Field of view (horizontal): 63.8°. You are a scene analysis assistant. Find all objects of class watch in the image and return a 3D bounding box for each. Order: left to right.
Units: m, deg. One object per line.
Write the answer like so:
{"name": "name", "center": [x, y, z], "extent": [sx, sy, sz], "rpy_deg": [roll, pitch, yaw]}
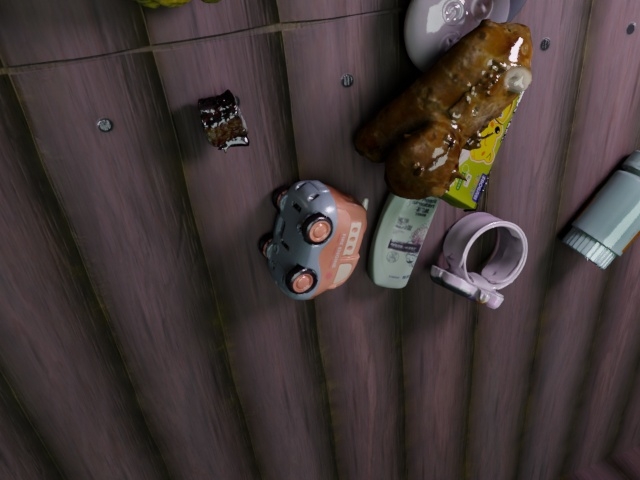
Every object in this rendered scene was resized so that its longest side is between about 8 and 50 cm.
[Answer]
{"name": "watch", "center": [0.422, 0.044, 1.354], "extent": [0.244, 0.196, 0.231], "rpy_deg": [21, 102, -26]}

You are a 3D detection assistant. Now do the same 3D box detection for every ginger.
{"name": "ginger", "center": [0.269, -0.243, 1.045], "extent": [0.418, 0.254, 0.176], "rpy_deg": [-39, 154, 24]}

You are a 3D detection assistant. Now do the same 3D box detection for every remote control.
{"name": "remote control", "center": [0.307, -0.491, 1.053], "extent": [0.221, 0.103, 0.332], "rpy_deg": [29, 104, -38]}

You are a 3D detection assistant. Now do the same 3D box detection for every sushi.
{"name": "sushi", "center": [-0.193, -0.237, 1.015], "extent": [0.084, 0.094, 0.098], "rpy_deg": [-19, 139, -6]}

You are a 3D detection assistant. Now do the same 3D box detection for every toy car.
{"name": "toy car", "center": [0.000, 0.000, 1.178], "extent": [0.213, 0.180, 0.270], "rpy_deg": [3, 116, -33]}

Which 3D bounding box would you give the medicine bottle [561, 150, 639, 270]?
{"name": "medicine bottle", "center": [0.845, -0.080, 1.455], "extent": [0.158, 0.158, 0.318], "rpy_deg": [28, 105, -31]}

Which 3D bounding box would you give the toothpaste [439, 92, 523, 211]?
{"name": "toothpaste", "center": [0.350, -0.236, 1.171], "extent": [0.110, 0.077, 0.327], "rpy_deg": [23, 88, -29]}

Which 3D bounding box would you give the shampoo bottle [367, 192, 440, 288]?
{"name": "shampoo bottle", "center": [0.210, -0.052, 1.278], "extent": [0.134, 0.078, 0.359], "rpy_deg": [6, 116, -23]}

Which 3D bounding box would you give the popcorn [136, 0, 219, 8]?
{"name": "popcorn", "center": [-0.241, -0.480, 0.784], "extent": [0.242, 0.235, 0.250], "rpy_deg": [-23, 138, -29]}
